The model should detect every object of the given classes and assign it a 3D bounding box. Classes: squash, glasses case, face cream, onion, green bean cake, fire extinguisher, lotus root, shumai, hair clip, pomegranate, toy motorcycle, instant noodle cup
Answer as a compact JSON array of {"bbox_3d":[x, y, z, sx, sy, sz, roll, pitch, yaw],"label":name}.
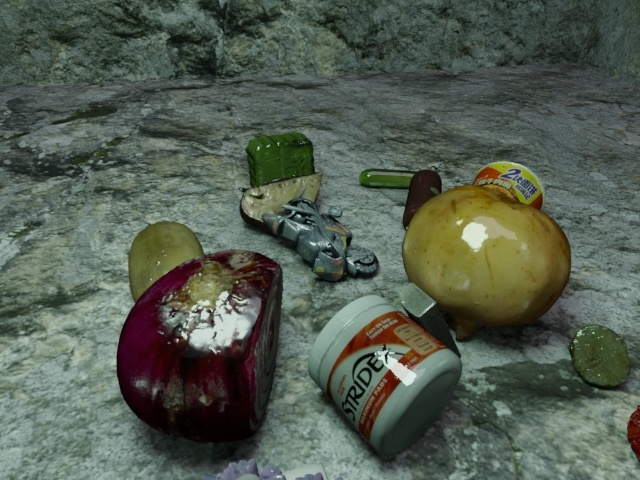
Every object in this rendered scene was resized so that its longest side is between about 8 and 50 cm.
[{"bbox_3d":[0.242,-0.205,1.458,0.229,0.066,0.066,4,36,1],"label":"squash"},{"bbox_3d":[0.208,0.168,0.832,0.047,0.205,0.071,-39,41,-6],"label":"glasses case"},{"bbox_3d":[0.109,0.225,0.749,0.201,0.201,0.187,-24,44,-31],"label":"face cream"},{"bbox_3d":[-0.203,0.172,0.762,0.260,0.282,0.337,2,50,5],"label":"onion"},{"bbox_3d":[-0.116,-0.215,1.329,0.200,0.214,0.113,-13,35,-19],"label":"green bean cake"},{"bbox_3d":[0.312,-0.085,1.263,0.138,0.102,0.344,11,37,9],"label":"fire extinguisher"},{"bbox_3d":[-0.100,-0.100,1.237,0.260,0.074,0.170,-10,71,-21],"label":"lotus root"},{"bbox_3d":[0.551,0.227,0.880,0.099,0.124,0.087,-10,-7,15],"label":"shumai"},{"bbox_3d":[-0.042,0.339,0.550,0.292,0.085,0.106,5,10,21],"label":"hair clip"},{"bbox_3d":[0.338,0.054,0.938,0.338,0.338,0.338,1,36,-1],"label":"pomegranate"},{"bbox_3d":[-0.354,0.045,1.013,0.169,0.151,0.343,-11,41,-18],"label":"lotus root"},{"bbox_3d":[0.000,0.000,1.109,0.307,0.108,0.173,39,47,21],"label":"toy motorcycle"},{"bbox_3d":[0.483,-0.085,1.205,0.213,0.213,0.174,26,52,29],"label":"instant noodle cup"}]

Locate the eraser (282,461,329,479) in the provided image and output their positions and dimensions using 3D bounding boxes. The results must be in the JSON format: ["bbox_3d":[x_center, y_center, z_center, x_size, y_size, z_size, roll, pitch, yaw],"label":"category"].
[{"bbox_3d":[-0.103,0.415,0.572,0.270,0.095,0.174,-8,33,-15],"label":"eraser"}]

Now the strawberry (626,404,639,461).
[{"bbox_3d":[0.597,0.332,0.726,0.145,0.086,0.145,1,34,-1],"label":"strawberry"}]
